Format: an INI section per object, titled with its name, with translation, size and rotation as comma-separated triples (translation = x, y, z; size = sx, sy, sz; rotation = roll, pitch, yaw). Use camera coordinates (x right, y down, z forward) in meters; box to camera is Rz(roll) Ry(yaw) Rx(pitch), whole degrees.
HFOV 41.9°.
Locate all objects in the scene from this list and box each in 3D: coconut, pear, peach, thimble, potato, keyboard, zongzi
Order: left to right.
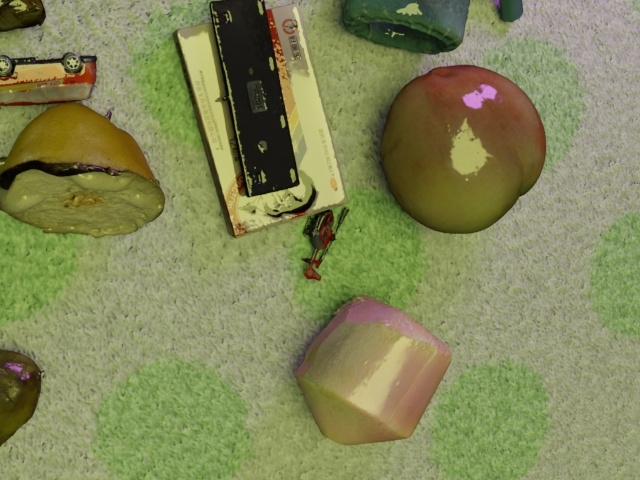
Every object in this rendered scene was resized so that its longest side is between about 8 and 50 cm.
[zongzi]
translation = -0.529, -0.389, 1.245
size = 0.184, 0.084, 0.187
rotation = -21, 95, -6
[potato]
translation = -0.540, 0.261, 1.283
size = 0.251, 0.113, 0.149
rotation = -29, 100, -12
[pear]
translation = -0.370, -0.123, 1.277
size = 0.267, 0.267, 0.178
rotation = -2, 66, -19
[keyboard]
translation = -0.111, -0.232, 1.361
size = 0.106, 0.027, 0.317
rotation = -13, 100, -21
[coconut]
translation = 0.079, 0.237, 1.443
size = 0.233, 0.233, 0.245
rotation = 38, 83, -18
[thimble]
translation = 0.151, -0.408, 1.412
size = 0.235, 0.198, 0.143
rotation = 14, 89, -46
[peach]
translation = 0.243, -0.159, 1.435
size = 0.292, 0.247, 0.292
rotation = -11, 122, -19

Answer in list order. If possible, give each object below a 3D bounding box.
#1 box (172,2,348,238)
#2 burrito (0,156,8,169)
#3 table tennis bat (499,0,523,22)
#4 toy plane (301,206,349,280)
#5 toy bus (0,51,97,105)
[box]
translation = -0.098, -0.202, 1.415
size = 0.214, 0.069, 0.353
rotation = -17, 103, -17
[burrito]
translation = -0.528, -0.102, 1.289
size = 0.171, 0.042, 0.051
rotation = -11, 99, -21
[table tennis bat]
translation = 0.308, -0.529, 1.451
size = 0.215, 0.044, 0.329
rotation = -54, 139, -28
[toy plane]
translation = 0.000, 0.000, 1.482
size = 0.060, 0.037, 0.145
rotation = 23, 84, -30
[toy bus]
translation = -0.432, -0.249, 1.290
size = 0.174, 0.079, 0.077
rotation = -7, 106, -19
